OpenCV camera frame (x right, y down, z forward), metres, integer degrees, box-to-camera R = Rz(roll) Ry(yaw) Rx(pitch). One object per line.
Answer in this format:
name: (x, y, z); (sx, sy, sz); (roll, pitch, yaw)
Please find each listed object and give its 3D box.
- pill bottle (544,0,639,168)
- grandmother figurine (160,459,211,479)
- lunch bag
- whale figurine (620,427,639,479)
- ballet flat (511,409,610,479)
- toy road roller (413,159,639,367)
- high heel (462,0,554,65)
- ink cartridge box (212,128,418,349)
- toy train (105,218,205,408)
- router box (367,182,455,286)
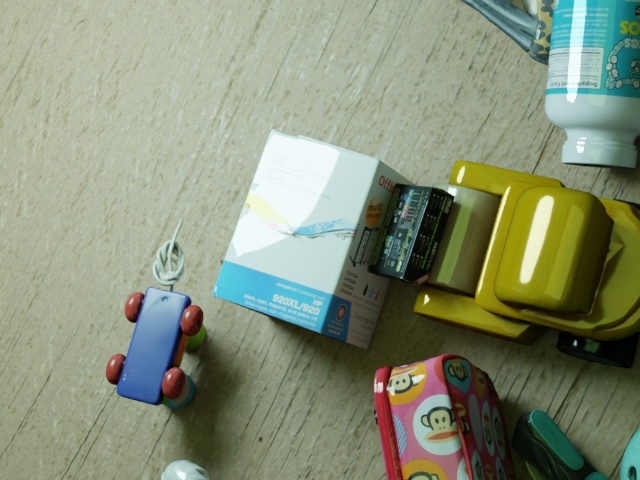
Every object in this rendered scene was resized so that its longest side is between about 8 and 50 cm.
pill bottle: (0.355, -0.223, 1.638); (0.146, 0.146, 0.264); (6, 93, 24)
grandmother figurine: (-0.244, 0.451, 1.778); (0.208, 0.104, 0.342); (32, 94, 18)
lunch bag: (0.159, 0.276, 1.538); (0.120, 0.293, 0.258); (-15, 72, 15)
whale figurine: (0.411, 0.310, 1.454); (0.141, 0.216, 0.272); (10, 55, -15)
ballet flat: (0.306, 0.295, 1.599); (0.074, 0.074, 0.203); (-46, 71, 8)
toy road roller: (0.249, 0.014, 1.587); (0.329, 0.240, 0.202); (13, 83, 25)
high heel: (0.328, -0.358, 1.750); (0.186, 0.093, 0.261); (38, 81, 3)
ink cartridge box: (0.000, 0.000, 1.736); (0.168, 0.171, 0.233); (17, 86, 26)
toy train: (-0.196, 0.108, 1.819); (0.105, 0.143, 0.248); (12, 77, 17)
router box: (0.112, -0.008, 1.650); (0.092, 0.038, 0.122); (13, 83, 63)
